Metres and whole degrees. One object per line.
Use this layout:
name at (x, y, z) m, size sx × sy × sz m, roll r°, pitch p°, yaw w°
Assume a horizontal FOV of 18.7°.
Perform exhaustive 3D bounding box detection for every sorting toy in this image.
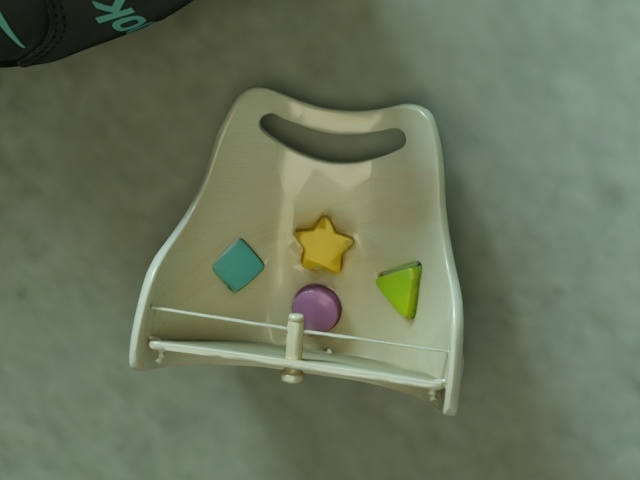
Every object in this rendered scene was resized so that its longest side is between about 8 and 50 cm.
sorting toy at (0.000, 0.000, 0.496) m, size 0.083 × 0.045 × 0.075 m, roll 8°, pitch 96°, yaw 8°

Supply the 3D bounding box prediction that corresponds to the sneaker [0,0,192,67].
sneaker at (-0.104, -0.163, 0.446) m, size 0.106 × 0.101 × 0.267 m, roll -26°, pitch 97°, yaw 16°
